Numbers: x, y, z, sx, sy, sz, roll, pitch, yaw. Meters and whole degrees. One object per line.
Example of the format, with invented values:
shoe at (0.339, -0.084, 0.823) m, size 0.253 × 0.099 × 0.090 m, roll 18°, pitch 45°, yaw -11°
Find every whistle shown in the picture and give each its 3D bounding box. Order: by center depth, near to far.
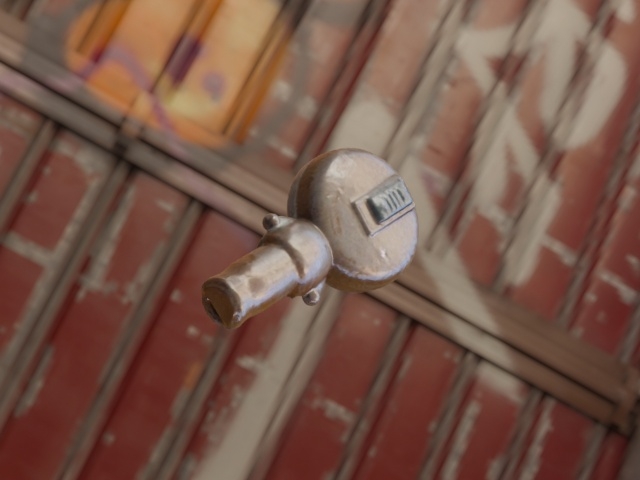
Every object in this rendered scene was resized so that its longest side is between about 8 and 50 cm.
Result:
whistle at (0.000, 0.000, 1.191) m, size 0.220 × 0.107 × 0.057 m, roll -31°, pitch -174°, yaw -42°
